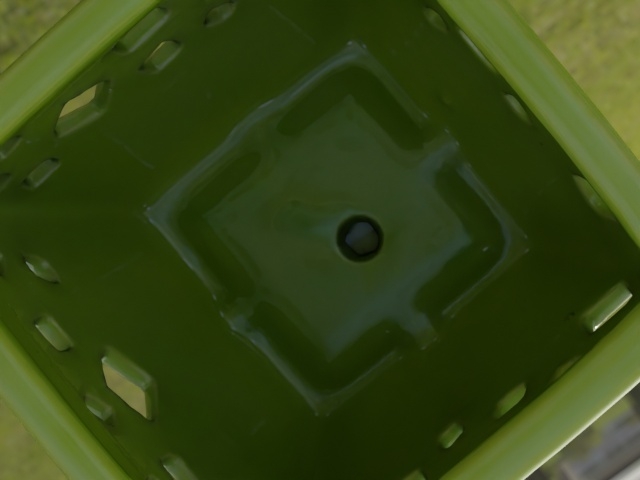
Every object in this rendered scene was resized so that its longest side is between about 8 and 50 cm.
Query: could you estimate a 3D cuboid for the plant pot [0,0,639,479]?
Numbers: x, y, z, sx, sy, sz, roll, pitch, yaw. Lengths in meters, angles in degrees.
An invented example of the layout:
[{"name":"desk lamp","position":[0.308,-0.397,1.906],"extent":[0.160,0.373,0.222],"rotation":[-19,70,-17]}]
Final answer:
[{"name":"plant pot","position":[0.000,0.000,0.769],"extent":[0.227,0.228,0.207],"rotation":[-40,177,7]}]
